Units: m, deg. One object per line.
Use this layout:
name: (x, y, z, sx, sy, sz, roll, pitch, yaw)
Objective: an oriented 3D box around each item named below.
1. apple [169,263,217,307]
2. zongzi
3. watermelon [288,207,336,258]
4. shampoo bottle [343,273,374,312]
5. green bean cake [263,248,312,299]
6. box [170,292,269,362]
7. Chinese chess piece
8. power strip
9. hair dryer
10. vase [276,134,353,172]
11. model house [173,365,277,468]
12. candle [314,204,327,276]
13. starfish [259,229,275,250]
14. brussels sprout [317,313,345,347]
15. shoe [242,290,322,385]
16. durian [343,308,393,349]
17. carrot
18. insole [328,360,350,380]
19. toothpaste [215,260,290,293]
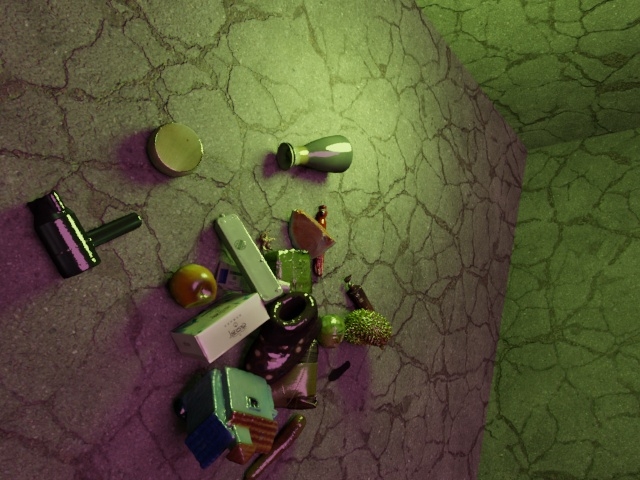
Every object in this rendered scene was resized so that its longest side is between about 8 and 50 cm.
apple: (-0.439, 0.164, 1.540, 0.146, 0.147, 0.163, -27, 107, -40)
zongzi: (-0.163, 0.523, 1.787, 0.318, 0.154, 0.289, 13, 68, -26)
watermelon: (-0.060, -0.020, 1.940, 0.231, 0.128, 0.146, 43, 97, 0)
shampoo bottle: (0.184, 0.268, 2.155, 0.068, 0.067, 0.236, -47, 117, -24)
green bean cake: (-0.132, 0.142, 1.845, 0.201, 0.113, 0.214, 1, 87, -43)
box: (-0.353, 0.298, 1.571, 0.274, 0.203, 0.116, -34, 108, -38)
Chinese chess piece: (-0.507, -0.316, 1.561, 0.189, 0.083, 0.188, 6, 81, -40)
power strip: (-0.276, 0.059, 1.657, 0.091, 0.062, 0.385, -24, 75, -35)
hair dryer: (-0.699, -0.057, 1.364, 0.302, 0.116, 0.244, -37, 112, -50)
vase: (-0.026, -0.372, 1.952, 0.321, 0.173, 0.173, -12, 95, -39)
model house: (-0.285, 0.629, 1.474, 0.251, 0.329, 0.295, -48, 129, 11)
candle: (0.000, 0.000, 2.019, 0.051, 0.048, 0.328, 11, 80, -50)
starfish: (-0.219, -0.002, 1.834, 0.078, 0.028, 0.091, 25, 68, -45)
brussels sprout: (0.048, 0.404, 1.988, 0.155, 0.118, 0.154, 17, 66, -44)
shoe: (-0.154, 0.367, 1.706, 0.384, 0.171, 0.237, -42, 143, -23)
durian: (0.223, 0.415, 2.087, 0.237, 0.200, 0.176, 27, 106, -26)
carrot: (-0.176, 0.839, 1.790, 0.342, 0.070, 0.070, -39, 113, -35)
insole: (0.089, 0.611, 2.088, 0.153, 0.002, 0.053, -28, 106, -40)
toothpaste: (-0.255, 0.157, 1.695, 0.283, 0.068, 0.099, 12, 33, -10)
